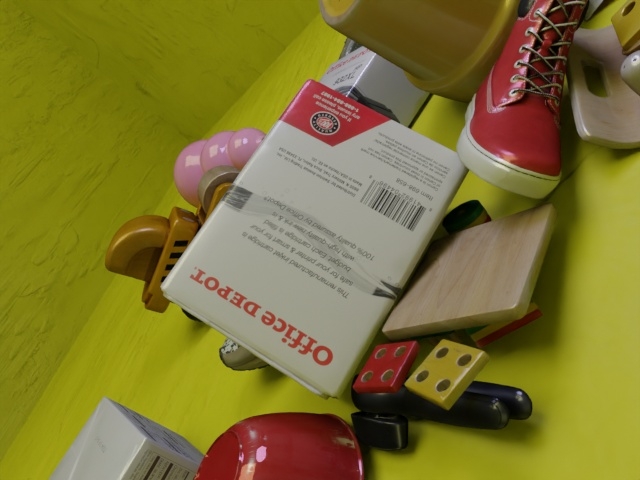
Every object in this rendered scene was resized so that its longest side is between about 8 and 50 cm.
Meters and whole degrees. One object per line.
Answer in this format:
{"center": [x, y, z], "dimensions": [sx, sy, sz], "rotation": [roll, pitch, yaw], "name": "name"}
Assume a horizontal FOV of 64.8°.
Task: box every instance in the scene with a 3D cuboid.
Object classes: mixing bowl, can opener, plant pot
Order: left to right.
{"center": [-0.055, 0.231, 0.456], "dimensions": [0.181, 0.098, 0.181], "rotation": [-44, 27, 30], "name": "mixing bowl"}
{"center": [0.090, 0.133, 0.419], "dimensions": [0.059, 0.073, 0.186], "rotation": [-14, -6, -39], "name": "can opener"}
{"center": [0.139, -0.327, 0.647], "dimensions": [0.254, 0.239, 0.253], "rotation": [-19, 68, 61], "name": "plant pot"}

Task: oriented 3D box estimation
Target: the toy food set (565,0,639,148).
{"center": [0.323, -0.246, 0.406], "dimensions": [0.306, 0.092, 0.219], "rotation": [-53, 15, 47], "name": "toy food set"}

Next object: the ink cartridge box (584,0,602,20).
{"center": [0.394, -0.367, 0.625], "dimensions": [0.145, 0.045, 0.179], "rotation": [-81, 18, -48], "name": "ink cartridge box"}

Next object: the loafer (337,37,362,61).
{"center": [0.103, -0.530, 1.314], "dimensions": [0.087, 0.094, 0.251], "rotation": [-7, 49, 53], "name": "loafer"}

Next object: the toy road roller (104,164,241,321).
{"center": [-0.283, -0.012, 1.020], "dimensions": [0.329, 0.241, 0.202], "rotation": [-68, 22, 6], "name": "toy road roller"}

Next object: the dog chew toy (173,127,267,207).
{"center": [-0.257, -0.208, 1.395], "dimensions": [0.332, 0.206, 0.206], "rotation": [-19, 39, 41], "name": "dog chew toy"}

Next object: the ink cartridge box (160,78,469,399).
{"center": [0.000, 0.000, 0.533], "dimensions": [0.272, 0.197, 0.114], "rotation": [-57, -10, -15], "name": "ink cartridge box"}

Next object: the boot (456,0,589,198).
{"center": [0.205, -0.159, 0.478], "dimensions": [0.244, 0.089, 0.176], "rotation": [-71, 1, -54], "name": "boot"}

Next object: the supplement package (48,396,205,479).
{"center": [-0.242, 0.335, 0.614], "dimensions": [0.262, 0.145, 0.204], "rotation": [-11, 45, 58], "name": "supplement package"}

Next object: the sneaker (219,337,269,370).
{"center": [-0.032, -0.016, 0.691], "dimensions": [0.410, 0.182, 0.158], "rotation": [-53, 22, -4], "name": "sneaker"}

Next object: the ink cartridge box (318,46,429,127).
{"center": [0.031, -0.190, 0.901], "dimensions": [0.307, 0.129, 0.223], "rotation": [-56, 23, -11], "name": "ink cartridge box"}

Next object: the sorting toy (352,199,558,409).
{"center": [0.135, 0.045, 0.437], "dimensions": [0.132, 0.046, 0.274], "rotation": [-23, 21, 47], "name": "sorting toy"}
